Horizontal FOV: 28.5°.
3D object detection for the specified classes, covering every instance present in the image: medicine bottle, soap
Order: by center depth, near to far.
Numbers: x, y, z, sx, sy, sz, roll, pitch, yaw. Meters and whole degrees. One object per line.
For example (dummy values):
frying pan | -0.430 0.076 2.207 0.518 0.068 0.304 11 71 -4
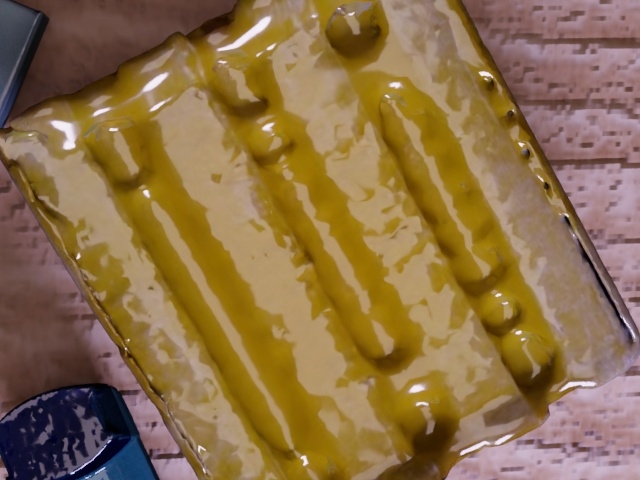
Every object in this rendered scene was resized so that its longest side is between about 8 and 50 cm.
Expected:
soap | 0.000 0.000 0.813 0.293 0.156 0.335 -33 98 -7
medicine bottle | -0.128 0.205 0.833 0.079 0.124 0.258 -24 99 -5

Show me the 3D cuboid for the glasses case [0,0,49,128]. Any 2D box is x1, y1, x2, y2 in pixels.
glasses case | -0.267 -0.041 0.837 0.105 0.056 0.266 24 92 16
